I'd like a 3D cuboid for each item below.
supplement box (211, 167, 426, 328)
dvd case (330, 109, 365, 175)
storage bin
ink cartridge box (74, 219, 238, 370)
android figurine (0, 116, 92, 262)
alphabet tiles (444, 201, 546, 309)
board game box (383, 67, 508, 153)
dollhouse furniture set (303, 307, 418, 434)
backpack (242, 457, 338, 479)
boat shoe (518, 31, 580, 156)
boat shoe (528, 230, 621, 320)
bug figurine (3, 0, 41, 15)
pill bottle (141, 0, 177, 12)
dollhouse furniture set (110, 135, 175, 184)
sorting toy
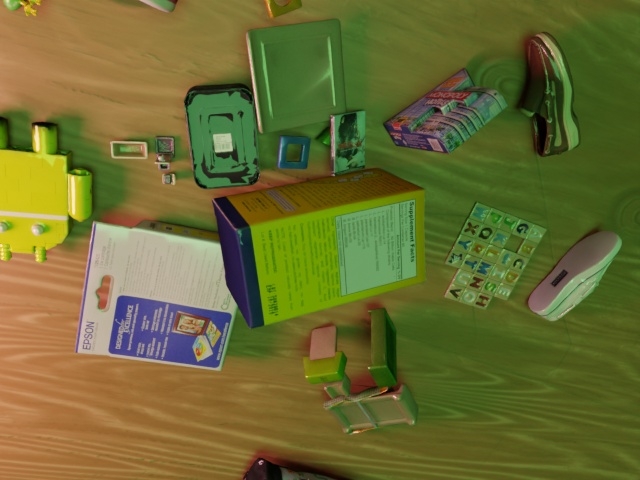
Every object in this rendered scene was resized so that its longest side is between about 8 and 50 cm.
[{"bbox_3d":[0.000,0.000,1.032,0.357,0.195,0.194,-12,114,-18],"label":"supplement box"},{"bbox_3d":[0.055,-0.194,1.075,0.087,0.013,0.119,-19,120,-37],"label":"dvd case"},{"bbox_3d":[-0.182,-0.195,1.014,0.122,0.084,0.180,-6,112,-8],"label":"storage bin"},{"bbox_3d":[-0.323,0.114,1.126,0.308,0.072,0.303,12,111,-14],"label":"ink cartridge box"},{"bbox_3d":[-0.554,-0.087,1.005,0.249,0.056,0.272,6,109,-13],"label":"android figurine"},{"bbox_3d":[0.390,0.047,1.262,0.199,0.009,0.237,18,107,-17],"label":"alphabet tiles"},{"bbox_3d":[0.249,-0.254,1.037,0.194,0.194,0.060,-41,115,-8],"label":"board game box"},{"bbox_3d":[0.103,0.321,1.292,0.198,0.151,0.301,-13,134,17],"label":"dollhouse furniture set"},{"bbox_3d":[-0.024,0.728,1.354,0.356,0.273,0.289,18,101,-30],"label":"backpack"},{"bbox_3d":[0.451,-0.282,1.094,0.095,0.095,0.257,-24,115,6],"label":"boat shoe"},{"bbox_3d":[0.611,0.087,1.284,0.084,0.095,0.258,32,114,-25],"label":"boat shoe"},{"bbox_3d":[-0.519,-0.488,0.836,0.279,0.072,0.216,21,113,-23],"label":"bug figurine"},{"bbox_3d":[-0.255,-0.517,0.825,0.161,0.160,0.282,20,107,-18],"label":"pill bottle"},{"bbox_3d":[-0.331,-0.142,1.008,0.115,0.081,0.090,0,112,-11],"label":"dollhouse furniture set"},{"bbox_3d":[-0.044,-0.306,1.002,0.196,0.047,0.347,-18,118,-26],"label":"sorting toy"}]
